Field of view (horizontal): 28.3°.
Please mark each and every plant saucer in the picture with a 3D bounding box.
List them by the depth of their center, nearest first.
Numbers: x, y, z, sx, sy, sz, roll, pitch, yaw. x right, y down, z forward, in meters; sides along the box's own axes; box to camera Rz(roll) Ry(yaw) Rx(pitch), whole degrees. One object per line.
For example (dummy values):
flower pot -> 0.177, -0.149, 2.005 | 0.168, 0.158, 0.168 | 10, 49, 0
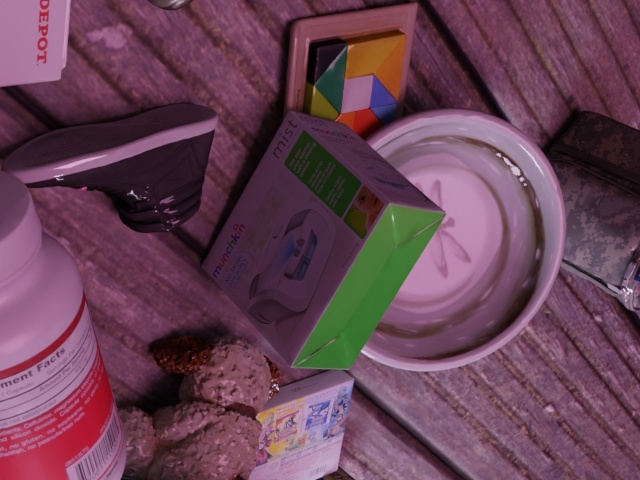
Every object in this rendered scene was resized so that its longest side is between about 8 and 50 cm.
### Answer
plant saucer -> 0.166, -0.006, 1.893 | 0.400, 0.100, 0.400 | -5, 106, -16

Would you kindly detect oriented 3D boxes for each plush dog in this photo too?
plush dog -> -0.147, 0.244, 1.796 | 0.262, 0.210, 0.225 | 25, 73, -50

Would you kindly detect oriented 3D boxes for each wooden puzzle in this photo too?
wooden puzzle -> 0.045, -0.212, 1.770 | 0.238, 0.044, 0.221 | -19, 127, -37

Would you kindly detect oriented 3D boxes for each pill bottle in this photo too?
pill bottle -> -0.366, 0.131, 1.442 | 0.229, 0.229, 0.408 | -31, 134, -28

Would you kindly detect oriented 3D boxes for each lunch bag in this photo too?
lunch bag -> 0.493, -0.040, 2.136 | 0.256, 0.305, 0.212 | -49, 139, -11

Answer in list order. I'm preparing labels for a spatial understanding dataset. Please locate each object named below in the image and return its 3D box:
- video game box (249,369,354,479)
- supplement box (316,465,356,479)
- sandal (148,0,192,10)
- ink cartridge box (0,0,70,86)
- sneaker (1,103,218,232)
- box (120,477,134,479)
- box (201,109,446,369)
video game box -> -0.046, 0.314, 2.031 | 0.205, 0.048, 0.187 | -14, 127, -40
supplement box -> 0.003, 0.429, 2.150 | 0.083, 0.056, 0.083 | 8, 109, -48
sandal -> -0.120, -0.402, 1.427 | 0.086, 0.120, 0.303 | 29, 94, -37
ink cartridge box -> -0.391, -0.253, 1.247 | 0.273, 0.115, 0.198 | -14, 125, -39
sneaker -> -0.244, -0.065, 1.528 | 0.295, 0.104, 0.147 | -19, 123, -42
box -> -0.199, 0.380, 1.737 | 0.307, 0.242, 0.076 | 27, 72, -51
box -> 0.000, 0.000, 1.690 | 0.127, 0.231, 0.262 | 8, 120, -48
